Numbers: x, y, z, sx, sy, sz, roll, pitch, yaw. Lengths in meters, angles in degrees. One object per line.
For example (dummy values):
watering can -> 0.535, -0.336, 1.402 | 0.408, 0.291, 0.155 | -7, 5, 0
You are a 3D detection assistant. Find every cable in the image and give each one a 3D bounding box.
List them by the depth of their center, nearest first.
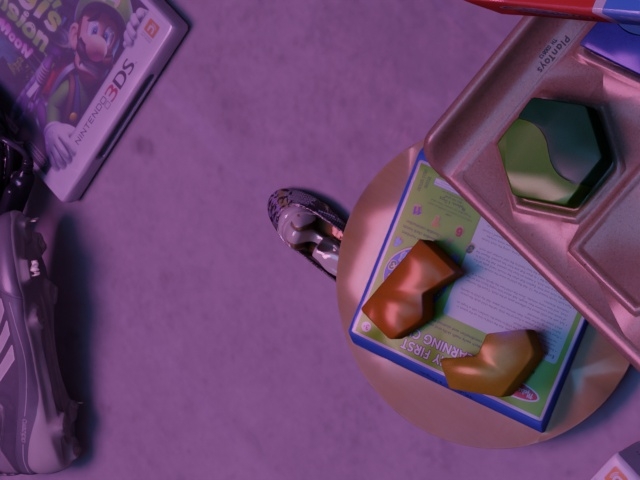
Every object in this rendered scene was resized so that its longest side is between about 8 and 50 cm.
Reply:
cable -> -0.290, -0.042, 1.443 | 0.150, 0.047, 0.184 | 43, 127, 23

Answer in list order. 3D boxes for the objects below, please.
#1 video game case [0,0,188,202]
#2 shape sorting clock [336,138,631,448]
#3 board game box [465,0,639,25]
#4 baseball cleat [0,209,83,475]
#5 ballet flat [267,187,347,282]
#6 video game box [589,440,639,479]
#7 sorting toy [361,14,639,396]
video game case -> -0.203, -0.154, 1.397 | 0.190, 0.022, 0.173 | 47, 119, 21
shape sorting clock -> 0.107, 0.030, 1.191 | 0.206, 0.040, 0.206 | 0, 90, 22
board game box -> 0.218, -0.275, 1.041 | 0.242, 0.064, 0.316 | 10, 93, 33
baseball cleat -> -0.242, 0.082, 1.398 | 0.109, 0.072, 0.206 | -7, 101, 11
ballet flat -> 0.000, 0.000, 1.266 | 0.114, 0.041, 0.041 | 36, 114, 26
video game box -> 0.193, 0.259, 1.162 | 0.187, 0.048, 0.205 | 49, 120, 22
sorting toy -> 0.167, -0.022, 1.113 | 0.229, 0.041, 0.307 | 45, 106, 21
